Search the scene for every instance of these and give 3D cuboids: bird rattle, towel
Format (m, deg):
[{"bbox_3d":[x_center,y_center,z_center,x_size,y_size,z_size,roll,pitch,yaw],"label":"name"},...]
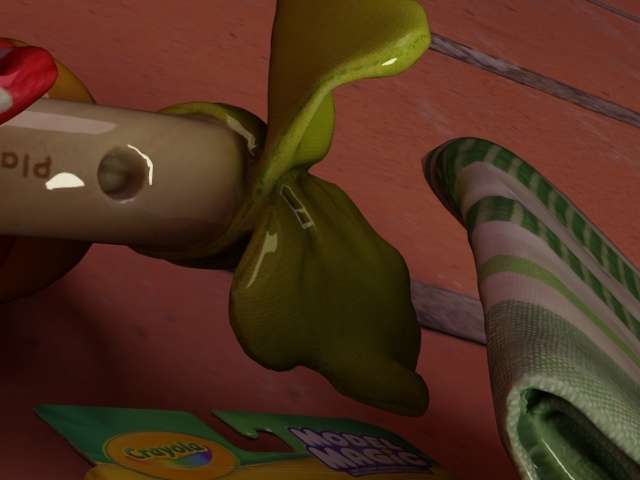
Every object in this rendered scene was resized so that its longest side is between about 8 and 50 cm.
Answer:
[{"bbox_3d":[-0.089,-0.012,0.470,0.253,0.143,0.207,-6,3,-36],"label":"bird rattle"},{"bbox_3d":[0.119,0.078,0.468,0.248,0.038,0.325,46,10,-8],"label":"towel"}]

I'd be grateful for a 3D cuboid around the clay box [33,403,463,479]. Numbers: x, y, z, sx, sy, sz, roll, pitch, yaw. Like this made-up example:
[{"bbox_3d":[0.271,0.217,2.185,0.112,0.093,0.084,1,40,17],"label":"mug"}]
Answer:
[{"bbox_3d":[0.027,0.117,0.375,0.127,0.053,0.222,10,23,-44],"label":"clay box"}]
